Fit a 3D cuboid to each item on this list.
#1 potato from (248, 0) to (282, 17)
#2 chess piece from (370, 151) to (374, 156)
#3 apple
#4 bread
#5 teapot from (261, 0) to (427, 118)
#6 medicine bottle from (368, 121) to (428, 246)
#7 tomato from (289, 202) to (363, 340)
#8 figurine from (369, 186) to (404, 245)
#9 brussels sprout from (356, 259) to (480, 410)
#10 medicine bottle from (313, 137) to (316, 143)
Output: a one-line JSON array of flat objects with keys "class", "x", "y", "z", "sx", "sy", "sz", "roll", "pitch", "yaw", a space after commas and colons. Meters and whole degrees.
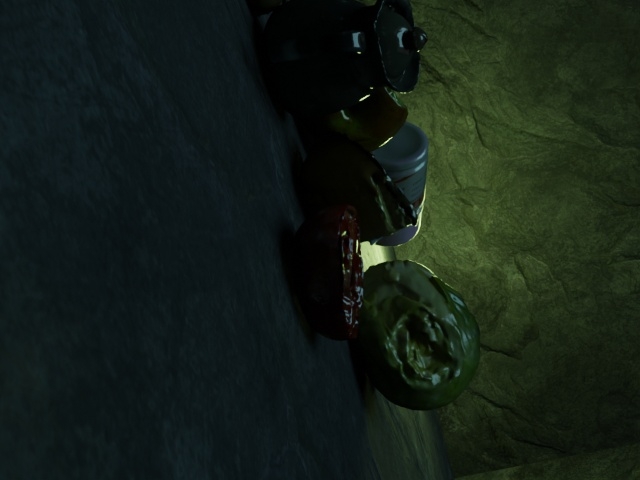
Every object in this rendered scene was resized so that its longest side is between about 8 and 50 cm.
[{"class": "potato", "x": -0.104, "y": -0.507, "z": 1.359, "sx": 0.100, "sy": 0.089, "sz": 0.172, "roll": -54, "pitch": 131, "yaw": -75}, {"class": "chess piece", "x": 0.039, "y": -0.334, "z": 1.894, "sx": 0.137, "sy": 0.137, "sz": 0.301, "roll": 31, "pitch": 43, "yaw": -77}, {"class": "apple", "x": 0.071, "y": -0.317, "z": 1.634, "sx": 0.226, "sy": 0.246, "sz": 0.246, "roll": -96, "pitch": 169, "yaw": -65}, {"class": "bread", "x": 0.047, "y": -0.105, "z": 1.439, "sx": 0.204, "sy": 0.162, "sz": 0.262, "roll": 60, "pitch": -13, "yaw": -24}, {"class": "teapot", "x": 0.043, "y": -0.358, "z": 1.326, "sx": 0.305, "sy": 0.285, "sz": 0.224, "roll": 30, "pitch": 63, "yaw": -55}, {"class": "medicine bottle", "x": 0.193, "y": -0.157, "z": 2.078, "sx": 0.316, "sy": 0.202, "sz": 0.202, "roll": 87, "pitch": -2, "yaw": -47}, {"class": "tomato", "x": 0.009, "y": 0.049, "z": 1.202, "sx": 0.228, "sy": 0.101, "sz": 0.228, "roll": -6, "pitch": 90, "yaw": -78}, {"class": "figurine", "x": 0.130, "y": -0.076, "z": 1.916, "sx": 0.208, "sy": 0.184, "sz": 0.128, "roll": 11, "pitch": 53, "yaw": -32}, {"class": "brussels sprout", "x": 0.213, "y": 0.208, "z": 1.653, "sx": 0.344, "sy": 0.268, "sz": 0.344, "roll": -18, "pitch": 90, "yaw": -75}, {"class": "medicine bottle", "x": 0.032, "y": -0.171, "z": 1.753, "sx": 0.119, "sy": 0.069, "sz": 0.183, "roll": 16, "pitch": 59, "yaw": -78}]
